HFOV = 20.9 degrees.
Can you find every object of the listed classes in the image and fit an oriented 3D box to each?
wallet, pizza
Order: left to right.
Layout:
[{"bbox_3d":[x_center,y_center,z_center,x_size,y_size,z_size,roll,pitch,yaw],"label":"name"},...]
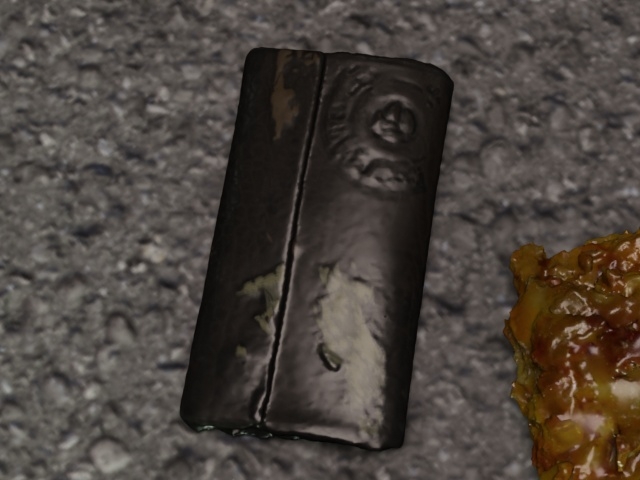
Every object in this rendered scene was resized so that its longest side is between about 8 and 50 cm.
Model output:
[{"bbox_3d":[0.000,0.000,1.337,0.170,0.044,0.321,8,68,5],"label":"wallet"},{"bbox_3d":[0.230,0.074,1.271,0.226,0.086,0.335,32,74,17],"label":"pizza"}]
